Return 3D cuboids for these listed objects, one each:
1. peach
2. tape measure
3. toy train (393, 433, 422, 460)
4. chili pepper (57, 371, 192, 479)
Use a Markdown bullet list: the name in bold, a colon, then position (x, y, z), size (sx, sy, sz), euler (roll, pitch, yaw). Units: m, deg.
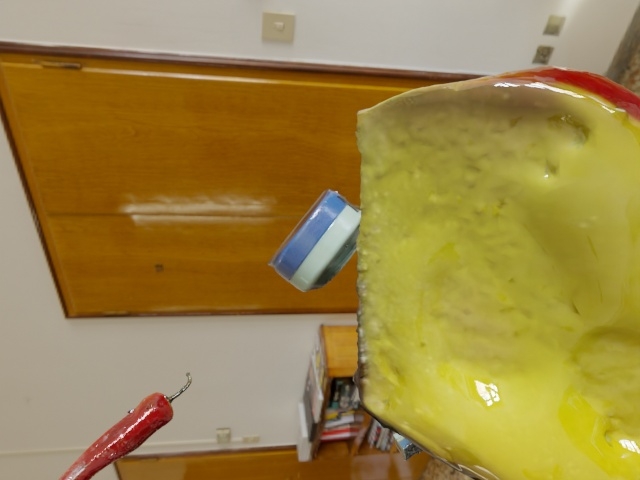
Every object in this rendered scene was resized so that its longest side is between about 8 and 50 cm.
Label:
- **peach**: position (0.182, 0.047, 0.435), size (0.242, 0.306, 0.380), euler (-34, -58, -64)
- **tape measure**: position (0.001, 0.001, 1.200), size (0.259, 0.138, 0.262), euler (-53, 6, -8)
- **toy train**: position (0.281, 0.422, 1.101), size (0.051, 0.234, 0.052), euler (46, 157, 54)
- **chili pepper**: position (-0.308, 0.305, 0.750), size (0.059, 0.268, 0.050), euler (47, 148, 12)
